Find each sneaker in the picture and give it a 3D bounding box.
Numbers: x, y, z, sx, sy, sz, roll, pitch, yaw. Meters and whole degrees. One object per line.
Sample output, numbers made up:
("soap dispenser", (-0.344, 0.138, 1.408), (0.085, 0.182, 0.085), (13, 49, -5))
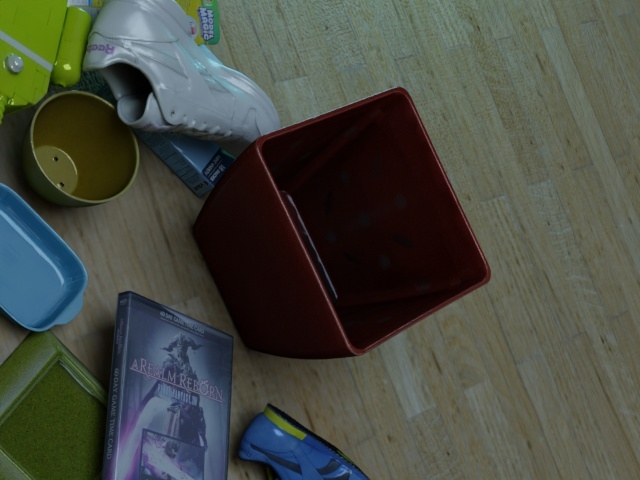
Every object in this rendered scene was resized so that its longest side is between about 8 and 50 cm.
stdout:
("sneaker", (-0.018, 0.281, 1.502), (0.209, 0.069, 0.082), (37, 86, -33))
("sneaker", (-0.167, -0.163, 1.440), (0.305, 0.114, 0.152), (42, 56, -36))

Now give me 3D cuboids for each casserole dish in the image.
("casserole dish", (-0.344, 0.021, 1.346), (0.188, 0.037, 0.114), (48, 50, -14))

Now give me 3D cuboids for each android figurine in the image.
("android figurine", (-0.351, -0.248, 1.291), (0.248, 0.056, 0.273), (36, 49, -42))

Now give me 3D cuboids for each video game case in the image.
("video game case", (-0.170, 0.215, 1.378), (0.196, 0.026, 0.274), (31, 54, -51))

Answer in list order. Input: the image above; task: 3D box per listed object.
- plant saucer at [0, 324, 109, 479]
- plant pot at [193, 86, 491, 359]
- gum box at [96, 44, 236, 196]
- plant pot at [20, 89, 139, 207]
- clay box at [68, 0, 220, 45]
("plant saucer", (-0.285, 0.212, 1.313), (0.188, 0.045, 0.188), (48, 50, -14))
("plant pot", (0.000, 0.000, 1.500), (0.267, 0.235, 0.267), (-25, 90, -42))
("gum box", (-0.172, -0.175, 1.558), (0.184, 0.041, 0.157), (46, 50, -16))
("plant pot", (-0.290, -0.093, 1.394), (0.134, 0.095, 0.134), (15, 65, -34))
("clay box", (-0.231, -0.299, 1.485), (0.222, 0.053, 0.127), (-4, 89, -37))
